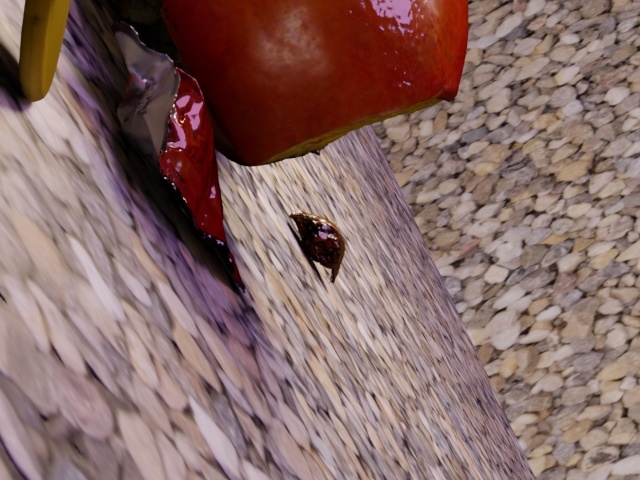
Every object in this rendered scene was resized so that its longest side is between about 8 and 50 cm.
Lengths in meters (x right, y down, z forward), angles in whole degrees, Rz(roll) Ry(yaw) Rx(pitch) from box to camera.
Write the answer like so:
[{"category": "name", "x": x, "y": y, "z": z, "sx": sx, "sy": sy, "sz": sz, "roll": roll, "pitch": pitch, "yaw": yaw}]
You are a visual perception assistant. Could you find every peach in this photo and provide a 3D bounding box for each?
[{"category": "peach", "x": -0.007, "y": -0.236, "z": 1.611, "sx": 0.306, "sy": 0.242, "sz": 0.380, "roll": 31, "pitch": 43, "yaw": -55}]

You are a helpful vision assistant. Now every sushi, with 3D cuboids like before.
[{"category": "sushi", "x": 0.000, "y": 0.000, "z": 2.081, "sx": 0.099, "sy": 0.050, "sz": 0.047, "roll": 50, "pitch": 15, "yaw": -8}]

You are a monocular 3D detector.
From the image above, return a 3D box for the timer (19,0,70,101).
[{"category": "timer", "x": -0.158, "y": -0.307, "z": 1.102, "sx": 0.376, "sy": 0.376, "sz": 0.387, "roll": 63, "pitch": -16, "yaw": 11}]

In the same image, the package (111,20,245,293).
[{"category": "package", "x": -0.114, "y": -0.077, "z": 1.468, "sx": 0.269, "sy": 0.071, "sz": 0.194, "roll": 55, "pitch": 21, "yaw": -66}]

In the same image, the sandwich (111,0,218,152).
[{"category": "sandwich", "x": -0.139, "y": -0.229, "z": 1.788, "sx": 0.273, "sy": 0.095, "sz": 0.249, "roll": 61, "pitch": 10, "yaw": -11}]
